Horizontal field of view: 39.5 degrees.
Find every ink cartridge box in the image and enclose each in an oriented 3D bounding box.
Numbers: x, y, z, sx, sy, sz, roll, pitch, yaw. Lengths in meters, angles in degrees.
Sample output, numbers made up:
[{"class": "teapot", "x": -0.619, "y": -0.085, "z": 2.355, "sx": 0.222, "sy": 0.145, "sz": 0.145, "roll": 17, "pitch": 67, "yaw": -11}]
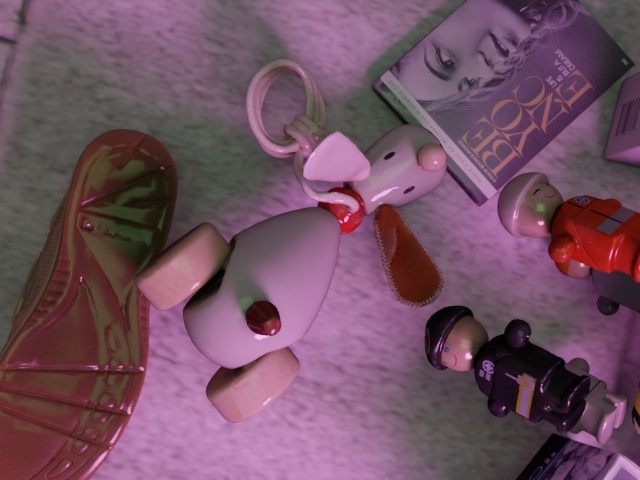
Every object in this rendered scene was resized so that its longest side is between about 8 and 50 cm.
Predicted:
[{"class": "ink cartridge box", "x": 0.184, "y": 0.269, "z": 0.784, "sx": 0.045, "sy": 0.206, "sz": 0.208, "roll": 38, "pitch": 83, "yaw": 4}]

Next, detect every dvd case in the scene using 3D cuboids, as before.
[{"class": "dvd case", "x": 0.187, "y": -0.168, "z": 0.903, "sx": 0.221, "sy": 0.018, "sz": 0.164, "roll": -42, "pitch": 91, "yaw": -6}]

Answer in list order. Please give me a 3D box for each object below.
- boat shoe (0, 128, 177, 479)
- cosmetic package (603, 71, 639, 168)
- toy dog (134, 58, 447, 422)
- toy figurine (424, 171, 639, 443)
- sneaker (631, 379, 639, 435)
[{"class": "boat shoe", "x": -0.213, "y": 0.070, "z": 0.808, "sx": 0.122, "sy": 0.110, "sz": 0.341, "roll": 21, "pitch": 81, "yaw": -19}, {"class": "cosmetic package", "x": 0.453, "y": -0.099, "z": 0.743, "sx": 0.285, "sy": 0.377, "sz": 0.097, "roll": 16, "pitch": 86, "yaw": -5}, {"class": "toy dog", "x": 0.000, "y": 0.000, "z": 0.762, "sx": 0.220, "sy": 0.161, "sz": 0.333, "roll": 36, "pitch": 72, "yaw": -22}, {"class": "toy figurine", "x": 0.213, "y": 0.063, "z": 0.798, "sx": 0.148, "sy": 0.209, "sz": 0.213, "roll": 27, "pitch": 90, "yaw": 35}, {"class": "sneaker", "x": 0.442, "y": 0.100, "z": 0.846, "sx": 0.385, "sy": 0.147, "sz": 0.145, "roll": -5, "pitch": 49, "yaw": -27}]
